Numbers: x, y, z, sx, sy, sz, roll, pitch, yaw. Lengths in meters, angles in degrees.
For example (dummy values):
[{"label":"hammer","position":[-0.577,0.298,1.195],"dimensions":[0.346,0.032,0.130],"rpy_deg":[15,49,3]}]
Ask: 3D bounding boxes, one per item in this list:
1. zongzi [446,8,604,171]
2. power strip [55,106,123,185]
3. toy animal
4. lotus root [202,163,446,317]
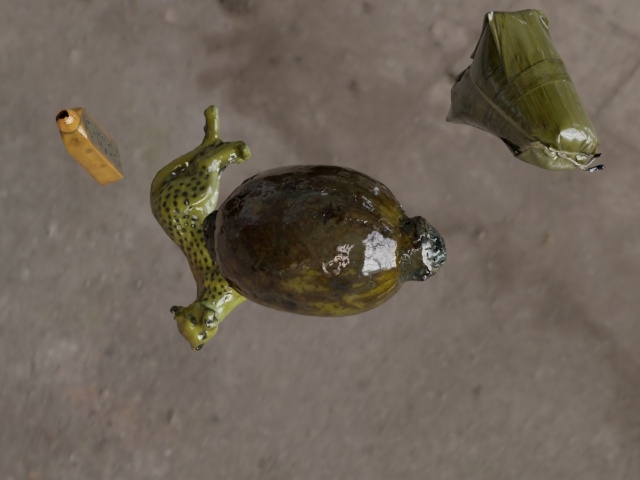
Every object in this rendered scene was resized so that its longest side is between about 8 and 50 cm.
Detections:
[{"label":"zongzi","position":[0.211,-0.120,1.944],"dimensions":[0.094,0.204,0.205],"rpy_deg":[-5,59,-31]},{"label":"power strip","position":[-0.248,-0.105,1.874],"dimensions":[0.028,0.178,0.049],"rpy_deg":[-15,72,7]},{"label":"toy animal","position":[-0.099,-0.012,1.523],"dimensions":[0.136,0.073,0.181],"rpy_deg":[-30,81,-10]},{"label":"lotus root","position":[0.000,0.000,1.369],"dimensions":[0.209,0.120,0.120],"rpy_deg":[4,43,28]}]
